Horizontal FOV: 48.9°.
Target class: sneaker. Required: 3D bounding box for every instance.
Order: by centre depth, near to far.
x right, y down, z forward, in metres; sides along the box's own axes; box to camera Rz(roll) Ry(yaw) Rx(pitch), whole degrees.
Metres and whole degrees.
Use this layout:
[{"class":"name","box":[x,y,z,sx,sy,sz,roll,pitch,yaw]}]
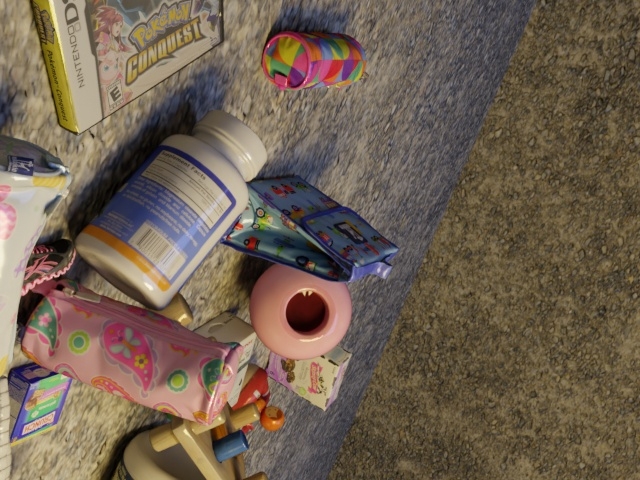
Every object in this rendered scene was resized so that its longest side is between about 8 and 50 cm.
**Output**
[{"class":"sneaker","box":[-0.353,0.024,0.864,0.119,0.047,0.057,-43,142,-45]}]

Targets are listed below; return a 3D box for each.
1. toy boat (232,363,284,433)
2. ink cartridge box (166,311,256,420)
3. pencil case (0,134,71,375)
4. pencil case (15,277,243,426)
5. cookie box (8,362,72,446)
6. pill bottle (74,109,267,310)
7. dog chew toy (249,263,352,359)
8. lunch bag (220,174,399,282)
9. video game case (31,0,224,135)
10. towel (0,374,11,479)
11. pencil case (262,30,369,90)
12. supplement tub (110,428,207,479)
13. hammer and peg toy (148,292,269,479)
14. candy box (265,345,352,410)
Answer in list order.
[{"class":"toy boat","box":[-0.155,0.408,1.717,0.151,0.151,0.231,-52,159,-27]},{"class":"ink cartridge box","box":[-0.223,0.272,1.455,0.153,0.087,0.208,-32,144,-56]},{"class":"pencil case","box":[-0.357,0.022,0.732,0.124,0.113,0.273,9,111,-46]},{"class":"pencil case","box":[-0.249,0.144,0.929,0.124,0.284,0.124,21,90,-86]},{"class":"cookie box","box":[-0.406,0.228,1.000,0.107,0.040,0.092,-66,161,14]},{"class":"pill bottle","box":[-0.197,-0.050,0.983,0.272,0.152,0.152,-54,160,-22]},{"class":"dog chew toy","box":[-0.055,0.132,1.481,0.206,0.207,0.332,-60,-169,-4]},{"class":"lunch bag","box":[0.000,0.000,1.335,0.221,0.293,0.138,-18,133,-64]},{"class":"video game case","box":[-0.208,-0.287,0.809,0.275,0.035,0.248,-46,155,-37]},{"class":"towel","box":[-0.470,0.299,0.779,0.235,0.121,0.283,-25,126,-63]},{"class":"pencil case","box":[-0.004,-0.305,1.211,0.236,0.104,0.104,-22,136,-59]},{"class":"supplement tub","box":[-0.325,0.563,1.370,0.325,0.235,0.235,-64,161,6]},{"class":"hammer and peg toy","box":[-0.216,0.288,1.215,0.127,0.266,0.361,-24,121,2]},{"class":"candy box","box":[-0.034,0.323,1.838,0.070,0.196,0.165,-35,147,-53]}]
